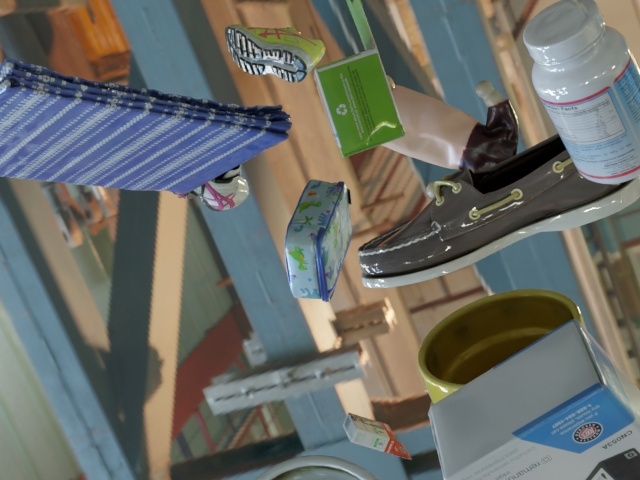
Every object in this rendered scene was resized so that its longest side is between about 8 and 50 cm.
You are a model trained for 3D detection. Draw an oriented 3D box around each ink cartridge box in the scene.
[{"bbox_3d":[0.033,-0.259,1.308,0.097,0.255,0.189,-20,-173,2],"label":"ink cartridge box"},{"bbox_3d":[0.099,0.327,1.496,0.115,0.029,0.063,20,-170,-16],"label":"ink cartridge box"},{"bbox_3d":[0.319,0.279,1.113,0.223,0.307,0.129,-37,-152,18],"label":"ink cartridge box"}]

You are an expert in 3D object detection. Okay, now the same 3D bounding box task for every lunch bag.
[{"bbox_3d":[0.000,0.000,1.720,0.090,0.176,0.219,6,-141,13],"label":"lunch bag"}]

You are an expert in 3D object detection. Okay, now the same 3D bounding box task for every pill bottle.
[{"bbox_3d":[0.242,-0.133,0.795,0.087,0.160,0.087,-25,-145,19],"label":"pill bottle"}]

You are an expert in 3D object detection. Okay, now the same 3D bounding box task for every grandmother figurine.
[{"bbox_3d":[0.244,-0.160,1.465,0.342,0.208,0.104,25,-149,7],"label":"grandmother figurine"}]

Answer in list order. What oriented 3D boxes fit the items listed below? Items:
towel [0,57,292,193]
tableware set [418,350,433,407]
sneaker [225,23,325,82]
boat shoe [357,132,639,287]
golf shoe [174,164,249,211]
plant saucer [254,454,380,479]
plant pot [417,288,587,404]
[{"bbox_3d":[-0.225,-0.112,0.971,0.336,0.040,0.243,4,162,-41],"label":"towel"},{"bbox_3d":[0.220,0.251,1.538,0.024,0.154,0.104,-1,163,-34],"label":"tableware set"},{"bbox_3d":[-0.079,-0.339,1.569,0.208,0.081,0.094,27,-127,30],"label":"sneaker"},{"bbox_3d":[0.182,-0.040,0.984,0.324,0.097,0.116,-21,-164,15],"label":"boat shoe"},{"bbox_3d":[-0.144,-0.086,1.307,0.086,0.067,0.186,-15,169,21],"label":"golf shoe"},{"bbox_3d":[0.001,0.594,1.605,0.400,0.400,0.100,-18,153,21],"label":"plant saucer"},{"bbox_3d":[0.304,0.238,1.355,0.254,0.239,0.254,-22,-160,8],"label":"plant pot"}]
